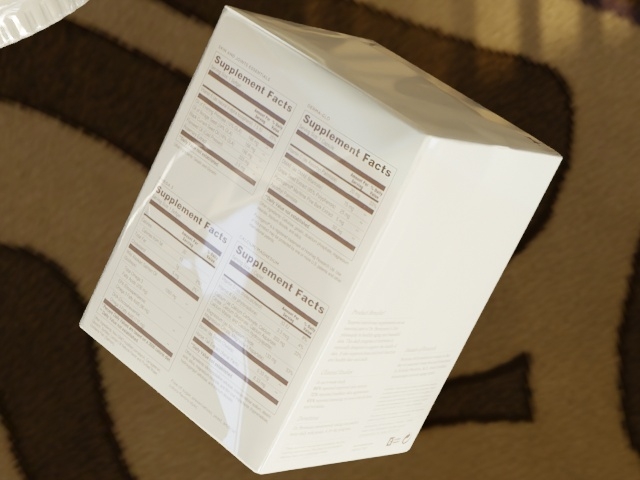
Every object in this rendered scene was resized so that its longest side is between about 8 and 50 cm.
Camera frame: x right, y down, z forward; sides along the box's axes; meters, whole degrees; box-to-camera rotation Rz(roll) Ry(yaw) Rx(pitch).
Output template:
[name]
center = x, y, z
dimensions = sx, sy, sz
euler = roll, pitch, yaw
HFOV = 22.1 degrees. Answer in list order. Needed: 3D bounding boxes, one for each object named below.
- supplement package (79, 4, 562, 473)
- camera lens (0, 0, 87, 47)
[supplement package]
center = 0.000, 0.000, 1.195
dimensions = 0.198, 0.199, 0.262
euler = 35, 107, 30
[camera lens]
center = -0.310, -0.315, 1.356
dimensions = 0.219, 0.219, 0.274
euler = -35, 120, -20
